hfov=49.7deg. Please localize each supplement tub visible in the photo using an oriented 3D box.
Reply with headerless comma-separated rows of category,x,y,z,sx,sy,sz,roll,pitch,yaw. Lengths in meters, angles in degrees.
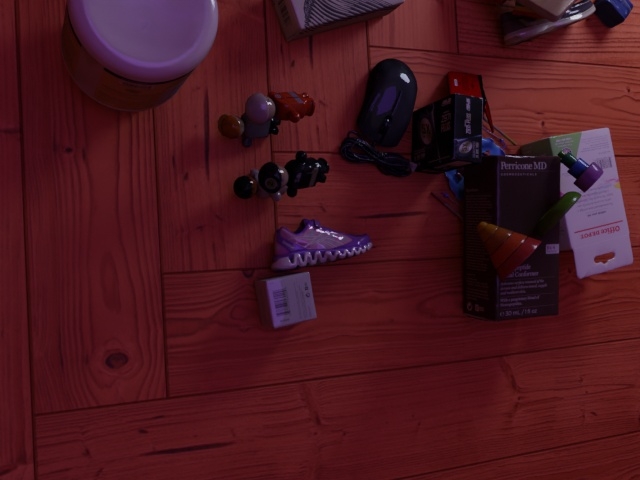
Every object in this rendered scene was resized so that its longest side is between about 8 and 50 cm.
supplement tub,-0.333,-0.366,1.233,0.241,0.331,0.241,1,87,-23

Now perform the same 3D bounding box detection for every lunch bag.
lunch bag,0.789,-0.637,1.870,0.098,0.067,0.065,41,72,-15

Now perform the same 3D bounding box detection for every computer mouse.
computer mouse,0.162,-0.294,1.582,0.188,0.072,0.272,16,81,-21

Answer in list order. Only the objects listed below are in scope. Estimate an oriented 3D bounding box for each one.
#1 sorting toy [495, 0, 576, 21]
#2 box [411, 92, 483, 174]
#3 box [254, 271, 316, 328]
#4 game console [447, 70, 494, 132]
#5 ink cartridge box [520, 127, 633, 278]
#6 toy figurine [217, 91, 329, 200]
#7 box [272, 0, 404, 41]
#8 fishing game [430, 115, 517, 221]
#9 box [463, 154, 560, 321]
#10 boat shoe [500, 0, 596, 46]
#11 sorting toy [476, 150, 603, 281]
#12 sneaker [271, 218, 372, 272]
sorting toy,0.532,-0.653,1.697,0.255,0.089,0.257,39,70,18
box,0.285,-0.238,1.572,0.077,0.180,0.148,4,86,-23
box,-0.074,0.123,1.450,0.101,0.087,0.101,-10,91,-24
game console,0.358,-0.333,1.655,0.124,0.144,0.085,8,127,1
ink cartridge box,0.651,-0.092,1.754,0.207,0.119,0.354,-11,91,-24
toy figurine,-0.104,-0.184,1.388,0.148,0.209,0.213,-13,93,-35
box,0.040,-0.534,1.530,0.275,0.094,0.113,-23,96,-22
fishing game,0.390,-0.170,1.691,0.189,0.041,0.264,39,73,-14
box,0.452,-0.009,1.636,0.191,0.143,0.382,-3,93,-23
boat shoe,0.579,-0.577,1.761,0.285,0.103,0.092,-24,101,-17
sorting toy,0.473,-0.075,1.531,0.126,0.127,0.365,43,72,10
sneaker,0.000,0.000,1.491,0.236,0.095,0.105,-9,83,-22
